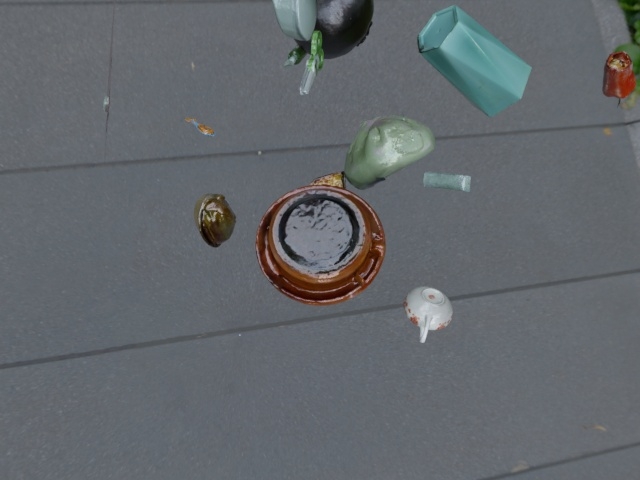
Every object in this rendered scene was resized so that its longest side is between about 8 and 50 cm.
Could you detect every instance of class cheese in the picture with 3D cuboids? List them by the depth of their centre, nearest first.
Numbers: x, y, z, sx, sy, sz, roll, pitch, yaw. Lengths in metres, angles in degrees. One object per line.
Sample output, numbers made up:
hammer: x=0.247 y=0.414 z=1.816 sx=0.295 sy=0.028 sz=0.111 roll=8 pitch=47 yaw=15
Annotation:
cheese: x=-0.346 y=-0.328 z=1.325 sx=0.111 sy=0.047 sz=0.017 roll=36 pitch=118 yaw=21

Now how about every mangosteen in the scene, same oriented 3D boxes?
mangosteen: x=0.003 y=-0.936 z=1.814 sx=0.435 sy=0.382 sz=0.382 roll=28 pitch=75 yaw=-19

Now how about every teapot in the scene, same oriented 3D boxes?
teapot: x=0.347 y=0.225 z=1.483 sx=0.159 sy=0.116 sz=0.245 roll=30 pitch=44 yaw=4

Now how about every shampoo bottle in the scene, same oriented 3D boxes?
shampoo bottle: x=-0.100 y=-0.818 z=2.014 sx=0.065 sy=0.065 sz=0.204 roll=27 pitch=45 yaw=-4

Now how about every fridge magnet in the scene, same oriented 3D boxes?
fridge magnet: x=0.000 y=0.000 z=1.269 sx=0.364 sy=0.155 sz=0.363 roll=0 pitch=67 yaw=1

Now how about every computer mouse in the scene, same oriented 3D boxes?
computer mouse: x=-0.060 y=-0.520 z=0.923 sx=0.079 sy=0.128 sz=0.230 roll=-13 pitch=107 yaw=14

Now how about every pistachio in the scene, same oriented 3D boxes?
pistachio: x=-0.334 y=-0.064 z=1.477 sx=0.131 sy=0.210 sz=0.165 roll=18 pitch=53 yaw=13

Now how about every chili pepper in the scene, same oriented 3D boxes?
chili pepper: x=0.876 y=-0.462 z=1.349 sx=0.086 sy=0.192 sz=0.084 roll=-34 pitch=48 yaw=7

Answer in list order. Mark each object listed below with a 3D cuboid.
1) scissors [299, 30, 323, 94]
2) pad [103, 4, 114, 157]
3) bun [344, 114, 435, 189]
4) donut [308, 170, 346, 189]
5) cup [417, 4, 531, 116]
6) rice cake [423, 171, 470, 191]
scissors: x=-0.022 y=-0.440 z=1.162 sx=0.027 sy=0.101 sz=0.204 roll=4 pitch=55 yaw=13
pad: x=-0.269 y=-0.206 z=0.582 sx=0.006 sy=0.113 sz=0.187 roll=3 pitch=62 yaw=-26
bun: x=0.190 y=-0.285 z=1.376 sx=0.293 sy=0.293 sz=0.187 roll=-31 pitch=96 yaw=-14
donut: x=0.014 y=-0.113 z=1.561 sx=0.152 sy=0.101 sz=0.258 roll=1 pitch=70 yaw=1
cup: x=0.322 y=-0.389 z=0.992 sx=0.236 sy=0.148 sz=0.134 roll=24 pitch=51 yaw=-30
rice cake: x=0.508 y=-0.242 z=1.864 sx=0.063 sy=0.207 sz=0.069 roll=-16 pitch=114 yaw=-48
